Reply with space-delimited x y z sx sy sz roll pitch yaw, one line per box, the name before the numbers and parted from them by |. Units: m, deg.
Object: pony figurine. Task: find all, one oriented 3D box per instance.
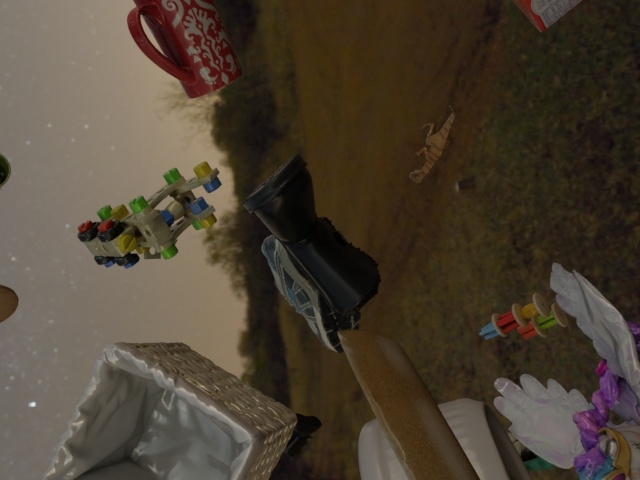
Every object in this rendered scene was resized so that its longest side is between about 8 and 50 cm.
pony figurine | 0.458 0.229 1.099 0.351 0.363 0.303 -127 42 -55

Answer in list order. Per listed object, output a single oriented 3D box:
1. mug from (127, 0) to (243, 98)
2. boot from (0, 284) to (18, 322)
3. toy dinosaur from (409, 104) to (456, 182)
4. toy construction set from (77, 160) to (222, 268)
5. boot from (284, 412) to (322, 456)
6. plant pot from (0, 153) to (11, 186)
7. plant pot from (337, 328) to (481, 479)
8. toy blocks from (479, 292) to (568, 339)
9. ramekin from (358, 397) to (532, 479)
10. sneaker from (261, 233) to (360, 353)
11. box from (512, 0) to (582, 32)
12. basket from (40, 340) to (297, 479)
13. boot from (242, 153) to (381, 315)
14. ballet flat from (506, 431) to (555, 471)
mug | -0.203 -0.292 1.093 0.113 0.150 0.169 17 136 58
boot | -0.655 0.055 1.205 0.211 0.295 0.104 41 119 42
toy dinosaur | 0.236 -0.200 1.468 0.112 0.064 0.212 -82 9 -46
toy construction set | -0.321 -0.035 1.415 0.151 0.215 0.327 52 151 -8
boot | -0.057 0.436 1.691 0.045 0.099 0.121 47 -168 31
plant pot | -0.663 -0.126 1.517 0.079 0.083 0.083 139 126 -63
plant pot | 0.081 0.151 0.454 0.236 0.032 0.236 61 180 0
toy blocks | 0.413 0.172 1.554 0.148 0.123 0.054 -34 46 34
ramekin | 0.154 0.283 0.754 0.273 0.127 0.273 57 -168 -19
sneaker | -0.020 0.096 1.503 0.122 0.110 0.283 -7 115 49
box | 0.292 -0.424 1.050 0.257 0.128 0.123 26 -151 -55
basket | -0.267 0.388 1.389 0.331 0.328 0.266 -63 -16 6
boot | 0.000 0.000 0.981 0.207 0.094 0.246 48 174 -2
ballet flat | 0.358 0.389 1.397 0.083 0.247 0.087 24 108 48
